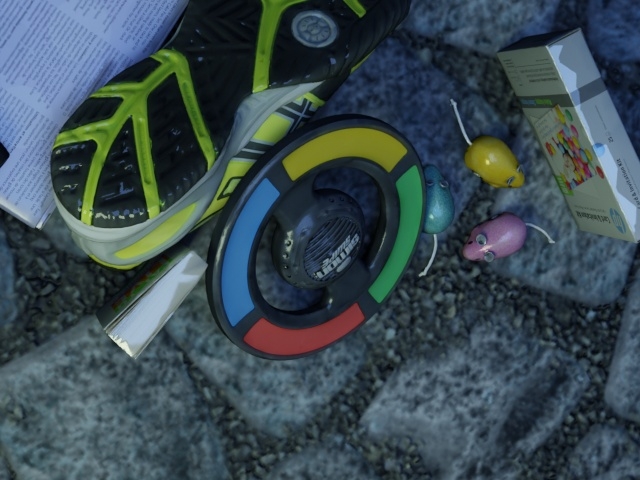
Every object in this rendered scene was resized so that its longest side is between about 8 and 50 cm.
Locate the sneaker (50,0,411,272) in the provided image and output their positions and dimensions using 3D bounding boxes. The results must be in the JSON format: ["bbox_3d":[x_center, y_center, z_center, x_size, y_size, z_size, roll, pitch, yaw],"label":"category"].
[{"bbox_3d":[-0.078,-0.125,1.280,0.145,0.147,0.385,44,65,14],"label":"sneaker"}]

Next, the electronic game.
[{"bbox_3d":[0.000,0.000,1.288,0.229,0.048,0.229,-23,129,-31],"label":"electronic game"}]

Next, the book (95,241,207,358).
[{"bbox_3d":[-0.141,0.044,1.261,0.035,0.144,0.096,45,83,-11],"label":"book"}]

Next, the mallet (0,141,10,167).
[{"bbox_3d":[-0.334,-0.035,1.182,0.190,0.039,0.062,-38,100,-22],"label":"mallet"}]

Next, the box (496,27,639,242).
[{"bbox_3d":[0.228,-0.093,1.333,0.038,0.145,0.186,-29,100,-7],"label":"box"}]

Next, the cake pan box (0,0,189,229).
[{"bbox_3d":[-0.271,-0.174,1.258,0.246,0.070,0.267,32,87,-12],"label":"cake pan box"}]

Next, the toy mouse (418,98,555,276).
[{"bbox_3d":[0.136,-0.023,1.375,0.161,0.031,0.143,41,85,-12],"label":"toy mouse"}]
